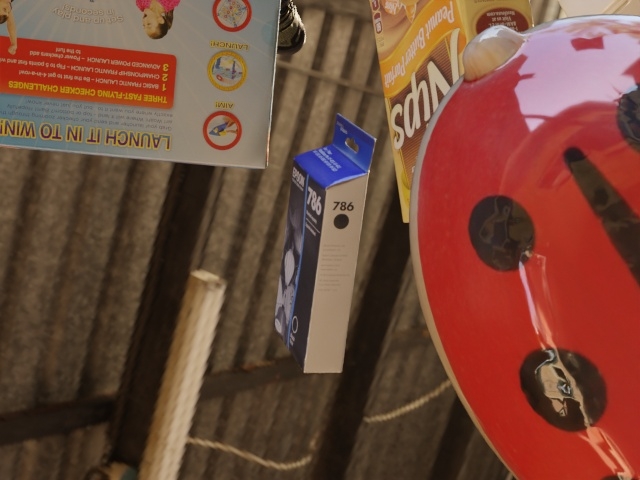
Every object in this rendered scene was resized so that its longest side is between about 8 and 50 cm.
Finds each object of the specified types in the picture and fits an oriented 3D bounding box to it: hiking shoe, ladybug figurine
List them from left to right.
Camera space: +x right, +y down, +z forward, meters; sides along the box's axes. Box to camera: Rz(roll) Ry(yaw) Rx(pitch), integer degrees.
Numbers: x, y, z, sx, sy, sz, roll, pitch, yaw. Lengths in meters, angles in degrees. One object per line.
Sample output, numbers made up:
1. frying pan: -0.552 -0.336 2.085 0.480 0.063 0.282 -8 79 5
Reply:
1. hiking shoe: -0.078 -0.332 1.514 0.086 0.114 0.227 -42 -46 -3
2. ladybug figurine: 0.228 0.057 0.654 0.305 0.449 0.162 -40 2 13

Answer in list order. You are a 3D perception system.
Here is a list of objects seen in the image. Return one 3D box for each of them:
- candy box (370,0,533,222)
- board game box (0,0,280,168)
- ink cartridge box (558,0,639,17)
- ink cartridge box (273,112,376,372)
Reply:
1. candy box: 0.138 -0.183 1.114 0.088 0.183 0.316 -8 -89 -23
2. board game box: -0.200 -0.239 1.164 0.308 0.086 0.302 5 -87 -12
3. ink cartridge box: 0.360 -0.299 1.156 0.283 0.207 0.117 5 -37 -41
4. ink cartridge box: 0.000 0.000 1.488 0.065 0.165 0.332 3 -73 -18
